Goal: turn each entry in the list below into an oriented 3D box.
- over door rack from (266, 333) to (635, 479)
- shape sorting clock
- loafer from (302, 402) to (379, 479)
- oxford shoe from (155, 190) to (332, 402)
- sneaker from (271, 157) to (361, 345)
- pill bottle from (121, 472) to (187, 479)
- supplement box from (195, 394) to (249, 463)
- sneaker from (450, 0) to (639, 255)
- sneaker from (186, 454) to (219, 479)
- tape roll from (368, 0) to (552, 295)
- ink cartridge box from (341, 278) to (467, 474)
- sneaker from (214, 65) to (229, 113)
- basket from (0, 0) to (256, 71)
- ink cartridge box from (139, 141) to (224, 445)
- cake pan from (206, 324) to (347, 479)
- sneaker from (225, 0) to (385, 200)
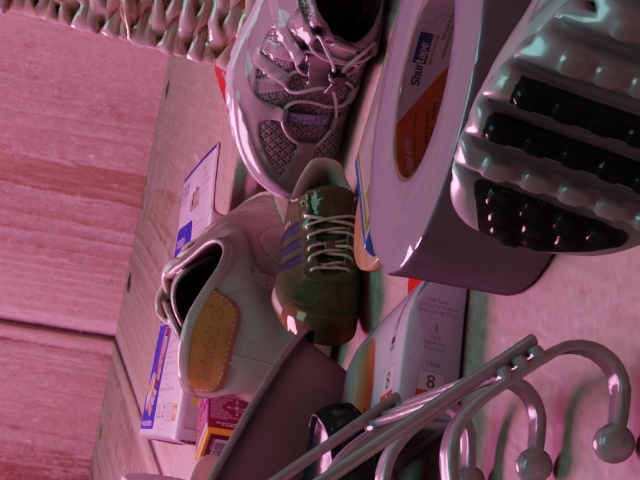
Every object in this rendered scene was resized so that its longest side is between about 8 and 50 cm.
[{"bbox_3d":[-0.031,0.153,0.890,0.108,0.324,0.239,68,163,6],"label":"over door rack"},{"bbox_3d":[0.061,-0.078,1.276,0.206,0.040,0.206,-168,90,-83],"label":"shape sorting clock"},{"bbox_3d":[-0.003,0.207,1.151,0.076,0.078,0.223,-141,52,-71],"label":"loafer"},{"bbox_3d":[-0.080,0.043,1.679,0.449,0.130,0.169,-123,43,-77],"label":"oxford shoe"},{"bbox_3d":[0.000,0.000,1.456,0.192,0.064,0.086,-95,14,-65],"label":"sneaker"},{"bbox_3d":[-0.169,0.343,1.858,0.124,0.124,0.221,-162,82,-79],"label":"pill bottle"},{"bbox_3d":[-0.094,0.173,1.847,0.083,0.043,0.055,-91,16,-45],"label":"supplement box"},{"bbox_3d":[0.141,-0.109,0.753,0.118,0.110,0.292,-80,16,-48],"label":"sneaker"},{"bbox_3d":[-0.109,0.278,1.782,0.152,0.058,0.084,-99,29,-43],"label":"sneaker"},{"bbox_3d":[0.089,-0.082,1.052,0.219,0.072,0.219,-169,90,-79],"label":"tape roll"},{"bbox_3d":[0.052,0.045,1.201,0.145,0.045,0.179,127,149,-66],"label":"ink cartridge box"},{"bbox_3d":[-0.071,-0.163,1.910,0.279,0.107,0.118,-113,26,-76],"label":"sneaker"},{"bbox_3d":[-0.117,-0.355,1.704,0.328,0.266,0.331,-61,-13,-69],"label":"basket"},{"bbox_3d":[-0.127,0.068,2.074,0.303,0.072,0.307,154,128,-78],"label":"ink cartridge box"},{"bbox_3d":[-0.052,0.200,1.317,0.293,0.054,0.293,-62,-6,-12],"label":"cake pan"},{"bbox_3d":[-0.007,-0.156,1.549,0.115,0.105,0.281,-130,42,-56],"label":"sneaker"}]
